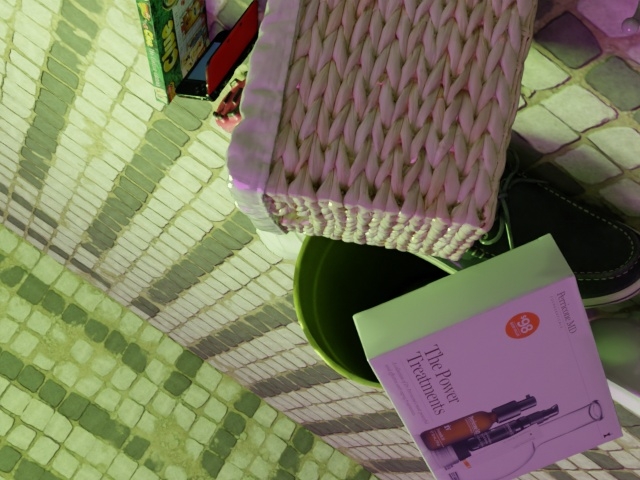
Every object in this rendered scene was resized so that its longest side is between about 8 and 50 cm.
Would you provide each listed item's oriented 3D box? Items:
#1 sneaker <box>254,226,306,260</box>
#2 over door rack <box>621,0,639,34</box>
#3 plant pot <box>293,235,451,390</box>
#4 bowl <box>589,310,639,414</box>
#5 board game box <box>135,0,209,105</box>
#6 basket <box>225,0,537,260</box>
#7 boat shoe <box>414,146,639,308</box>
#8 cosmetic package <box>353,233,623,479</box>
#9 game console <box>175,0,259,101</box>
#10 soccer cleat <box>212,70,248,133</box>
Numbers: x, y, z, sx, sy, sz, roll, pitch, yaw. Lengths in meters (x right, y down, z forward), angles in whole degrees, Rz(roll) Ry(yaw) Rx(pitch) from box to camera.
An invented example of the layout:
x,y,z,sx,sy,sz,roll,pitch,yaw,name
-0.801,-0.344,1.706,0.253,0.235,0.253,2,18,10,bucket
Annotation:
x,y,z,sx,sy,sz,roll,pitch,yaw,name
0.000,0.000,1.880,0.297,0.111,0.129,33,141,-14,sneaker
0.364,-0.294,0.819,0.239,0.108,0.324,14,151,32,over door rack
0.180,0.116,1.614,0.366,0.366,0.353,21,167,23,plant pot
0.537,0.207,1.521,0.298,0.134,0.298,32,176,3,bowl
-0.219,-0.328,1.416,0.030,0.136,0.259,28,157,10,board game box
0.069,-0.157,1.032,0.266,0.331,0.328,13,174,3,basket
0.237,-0.040,1.364,0.500,0.187,0.156,21,151,15,boat shoe
0.247,0.195,1.319,0.097,0.284,0.377,-109,-8,-50,cosmetic package
-0.158,-0.289,1.410,0.124,0.144,0.085,13,150,36,game console
-0.048,-0.203,1.487,0.143,0.116,0.331,37,159,-28,soccer cleat
